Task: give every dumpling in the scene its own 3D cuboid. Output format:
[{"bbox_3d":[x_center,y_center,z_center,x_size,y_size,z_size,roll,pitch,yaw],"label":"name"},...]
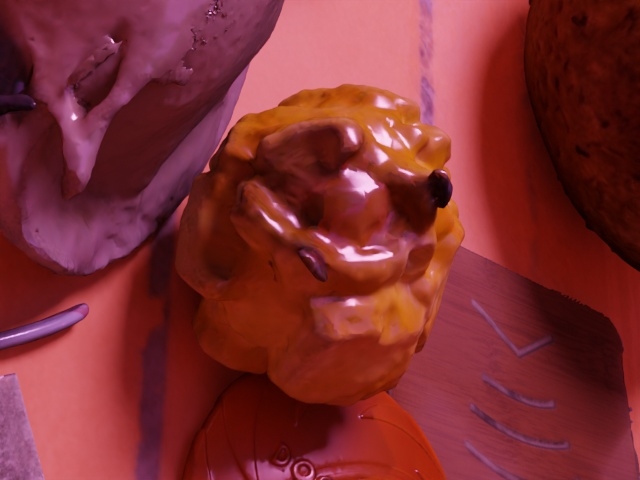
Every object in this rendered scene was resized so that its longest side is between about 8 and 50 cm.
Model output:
[{"bbox_3d":[-0.100,-0.120,0.706,0.163,0.204,0.293,21,71,-8],"label":"dumpling"}]

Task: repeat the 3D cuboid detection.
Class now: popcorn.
[{"bbox_3d":[0.000,0.000,0.753,0.148,0.152,0.167,9,80,-15],"label":"popcorn"}]

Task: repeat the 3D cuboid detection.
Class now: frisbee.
[{"bbox_3d":[0.011,0.151,0.773,0.192,0.035,0.192,18,61,-37],"label":"frisbee"}]

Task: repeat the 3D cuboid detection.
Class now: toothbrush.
[{"bbox_3d":[-0.167,0.056,0.636,0.193,0.013,0.019,-24,99,-52],"label":"toothbrush"}]

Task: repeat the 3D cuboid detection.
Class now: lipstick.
[{"bbox_3d":[-0.134,0.124,0.632,0.030,0.030,0.129,-10,84,-52],"label":"lipstick"}]

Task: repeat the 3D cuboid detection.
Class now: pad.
[{"bbox_3d":[0.130,0.150,0.947,0.286,0.018,0.284,23,56,-42],"label":"pad"}]

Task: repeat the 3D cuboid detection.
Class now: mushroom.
[{"bbox_3d":[0.317,-0.107,1.058,0.331,0.356,0.334,-56,163,-18],"label":"mushroom"}]
